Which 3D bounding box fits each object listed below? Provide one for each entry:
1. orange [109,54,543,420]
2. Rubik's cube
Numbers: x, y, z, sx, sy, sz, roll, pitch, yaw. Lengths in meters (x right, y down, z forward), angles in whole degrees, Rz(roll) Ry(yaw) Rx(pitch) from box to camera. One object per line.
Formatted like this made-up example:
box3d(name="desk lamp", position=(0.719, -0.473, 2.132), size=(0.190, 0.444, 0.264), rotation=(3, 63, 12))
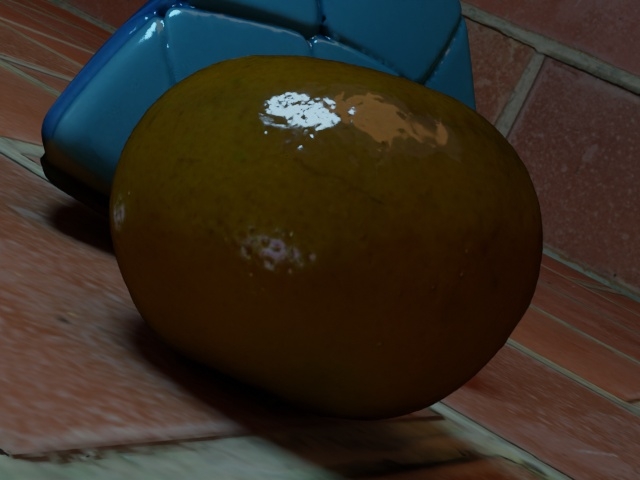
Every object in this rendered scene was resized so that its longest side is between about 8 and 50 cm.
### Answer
box3d(name="orange", position=(0.000, 0.000, 0.469), size=(0.156, 0.124, 0.156), rotation=(10, -1, 0))
box3d(name="Rubik's cube", position=(0.016, -0.072, 0.667), size=(0.254, 0.254, 0.254), rotation=(25, 7, -3))
